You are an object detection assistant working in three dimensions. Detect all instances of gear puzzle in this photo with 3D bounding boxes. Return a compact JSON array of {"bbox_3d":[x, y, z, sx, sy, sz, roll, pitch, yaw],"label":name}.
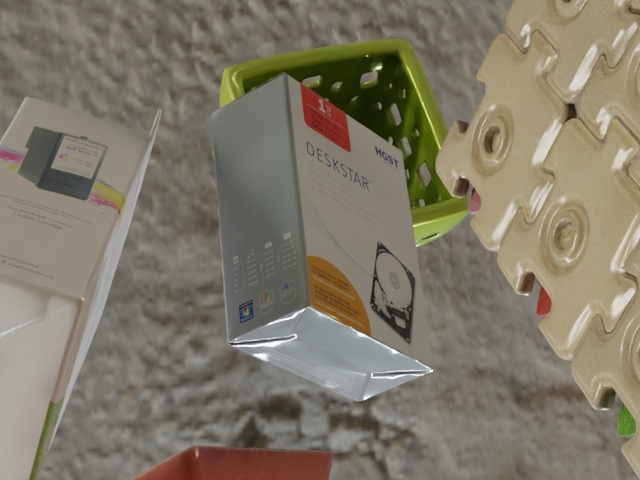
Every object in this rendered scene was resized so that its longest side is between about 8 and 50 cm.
[{"bbox_3d":[0.151,-0.008,0.598,0.044,0.339,0.175,11,120,-27],"label":"gear puzzle"}]

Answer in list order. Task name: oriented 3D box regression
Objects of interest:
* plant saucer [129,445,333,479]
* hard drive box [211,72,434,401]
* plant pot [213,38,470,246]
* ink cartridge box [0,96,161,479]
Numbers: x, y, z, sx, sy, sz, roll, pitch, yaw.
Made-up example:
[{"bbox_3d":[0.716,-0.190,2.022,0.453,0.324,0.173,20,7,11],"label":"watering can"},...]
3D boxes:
[{"bbox_3d":[-0.131,0.230,1.122,0.258,0.047,0.259,-31,162,15],"label":"plant saucer"},{"bbox_3d":[0.000,0.000,1.351,0.089,0.232,0.181,-26,145,29],"label":"hard drive box"},{"bbox_3d":[0.008,-0.068,1.740,0.227,0.228,0.207,-11,158,-19],"label":"plant pot"},{"bbox_3d":[-0.235,0.023,1.278,0.119,0.353,0.207,18,118,-4],"label":"ink cartridge box"}]
